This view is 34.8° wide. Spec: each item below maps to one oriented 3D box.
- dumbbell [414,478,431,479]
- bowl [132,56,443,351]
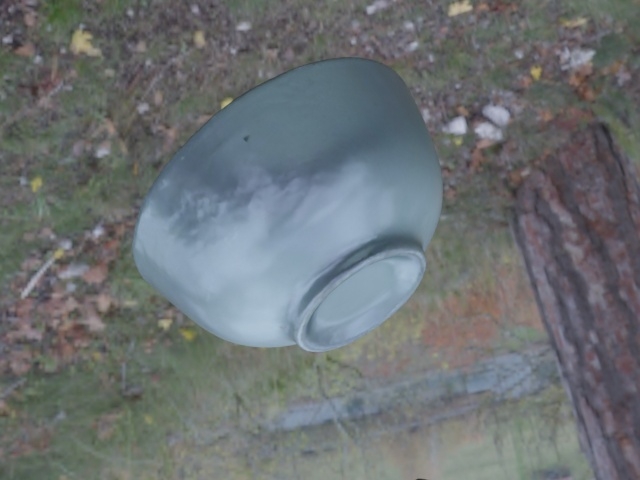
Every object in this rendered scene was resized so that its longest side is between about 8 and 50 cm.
[{"bbox_3d":[-0.002,0.186,0.394,0.191,0.100,0.100,-37,140,0],"label":"dumbbell"},{"bbox_3d":[0.000,0.000,0.874,0.289,0.146,0.289,-29,153,-16],"label":"bowl"}]
